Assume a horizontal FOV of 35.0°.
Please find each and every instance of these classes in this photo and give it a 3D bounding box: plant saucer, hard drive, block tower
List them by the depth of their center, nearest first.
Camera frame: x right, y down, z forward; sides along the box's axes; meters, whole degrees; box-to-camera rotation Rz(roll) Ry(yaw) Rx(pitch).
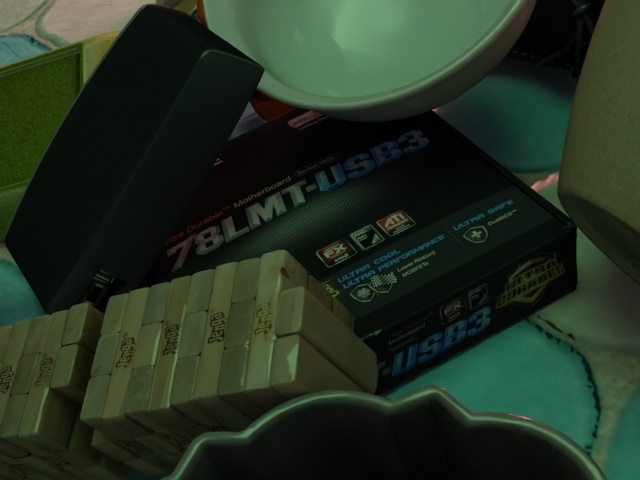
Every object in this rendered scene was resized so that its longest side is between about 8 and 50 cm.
[{"bbox_3d":[-0.130,0.097,0.654,0.335,0.097,0.091,-14,51,27],"label":"block tower"},{"bbox_3d":[-0.159,-0.061,0.803,0.255,0.054,0.172,-57,41,8],"label":"hard drive"},{"bbox_3d":[-0.263,-0.103,0.948,0.188,0.045,0.188,-13,67,19],"label":"plant saucer"}]

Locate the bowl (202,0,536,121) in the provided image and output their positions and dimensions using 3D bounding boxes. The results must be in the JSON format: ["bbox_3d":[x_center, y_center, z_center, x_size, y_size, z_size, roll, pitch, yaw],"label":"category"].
[{"bbox_3d":[0.061,-0.213,0.850,0.297,0.134,0.298,-9,65,21],"label":"bowl"}]

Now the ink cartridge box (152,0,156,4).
[{"bbox_3d":[-0.067,-0.312,1.207,0.224,0.056,0.181,-1,43,18],"label":"ink cartridge box"}]

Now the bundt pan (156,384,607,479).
[{"bbox_3d":[0.026,0.241,0.468,0.330,0.124,0.331,-9,50,11],"label":"bundt pan"}]

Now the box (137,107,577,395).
[{"bbox_3d":[0.000,0.000,0.819,0.295,0.073,0.293,-26,42,-14],"label":"box"}]

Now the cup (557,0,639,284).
[{"bbox_3d":[0.293,-0.068,0.656,0.237,0.331,0.331,-49,45,1],"label":"cup"}]

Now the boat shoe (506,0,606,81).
[{"bbox_3d":[0.266,-0.228,0.912,0.500,0.187,0.156,9,40,18],"label":"boat shoe"}]

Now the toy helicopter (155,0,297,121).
[{"bbox_3d":[-0.175,-0.194,1.053,0.355,0.140,0.235,-24,46,9],"label":"toy helicopter"}]
